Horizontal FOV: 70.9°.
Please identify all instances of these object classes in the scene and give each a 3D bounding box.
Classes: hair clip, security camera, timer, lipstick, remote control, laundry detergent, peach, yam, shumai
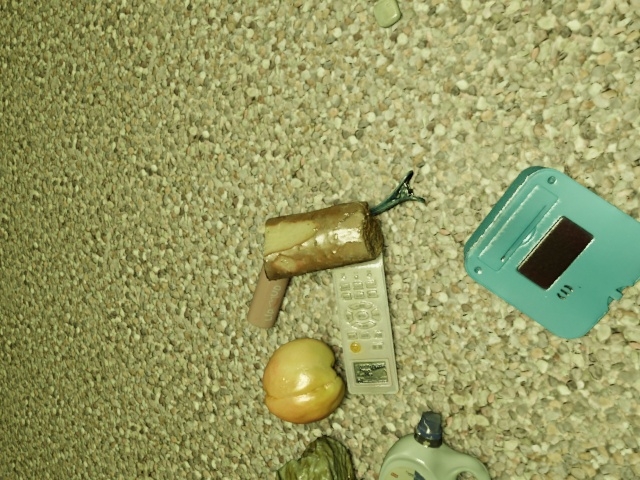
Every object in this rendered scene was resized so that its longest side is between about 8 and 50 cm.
[{"bbox_3d":[0.102,-0.068,0.942,0.229,0.039,0.070,-23,85,28],"label":"hair clip"},{"bbox_3d":[0.125,-0.473,0.895,0.058,0.058,0.092,-14,101,27],"label":"security camera"},{"bbox_3d":[0.410,0.020,0.791,0.249,0.091,0.232,36,109,7],"label":"timer"},{"bbox_3d":[-0.103,0.075,1.038,0.070,0.070,0.255,24,105,23],"label":"lipstick"},{"bbox_3d":[0.097,0.170,0.960,0.109,0.055,0.314,-6,95,16],"label":"remote control"},{"bbox_3d":[0.223,0.484,0.894,0.214,0.105,0.281,11,98,26],"label":"laundry detergent"},{"bbox_3d":[-0.040,0.305,0.973,0.184,0.184,0.185,2,96,26],"label":"peach"},{"bbox_3d":[0.000,0.000,0.900,0.238,0.128,0.130,-9,100,13],"label":"yam"},{"bbox_3d":[-0.024,0.570,0.978,0.218,0.189,0.256,-16,82,25],"label":"shumai"}]
